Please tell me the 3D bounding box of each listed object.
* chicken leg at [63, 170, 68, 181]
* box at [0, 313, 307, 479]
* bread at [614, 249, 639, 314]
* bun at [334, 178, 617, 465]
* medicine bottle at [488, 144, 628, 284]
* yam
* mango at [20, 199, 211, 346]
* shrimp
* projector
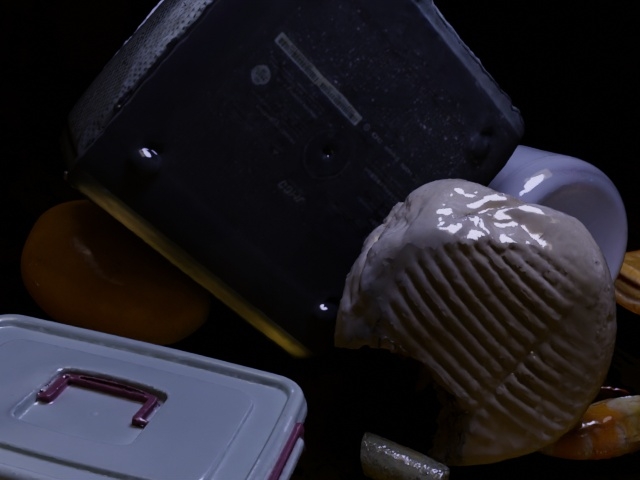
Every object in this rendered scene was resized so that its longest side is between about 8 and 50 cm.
[{"bbox_3d":[-0.283,-0.030,1.098,0.125,0.196,0.080,3,53,-10],"label":"chicken leg"},{"bbox_3d":[-0.167,0.183,0.580,0.294,0.167,0.193,12,23,10],"label":"box"},{"bbox_3d":[0.542,0.065,1.261,0.200,0.077,0.116,-6,23,-36],"label":"bread"},{"bbox_3d":[0.162,0.067,0.825,0.281,0.281,0.205,7,12,0],"label":"bun"},{"bbox_3d":[0.251,-0.021,1.149,0.245,0.245,0.306,-3,16,-27],"label":"medicine bottle"},{"bbox_3d":[0.077,0.217,0.753,0.094,0.043,0.043,16,22,26],"label":"yam"},{"bbox_3d":[-0.257,0.042,0.962,0.254,0.139,0.175,31,38,35],"label":"mango"},{"bbox_3d":[0.318,0.191,0.875,0.248,0.068,0.150,0,18,-2],"label":"shrimp"},{"bbox_3d":[-0.027,-0.130,0.929,0.395,0.405,0.242,42,2,-29],"label":"projector"}]
